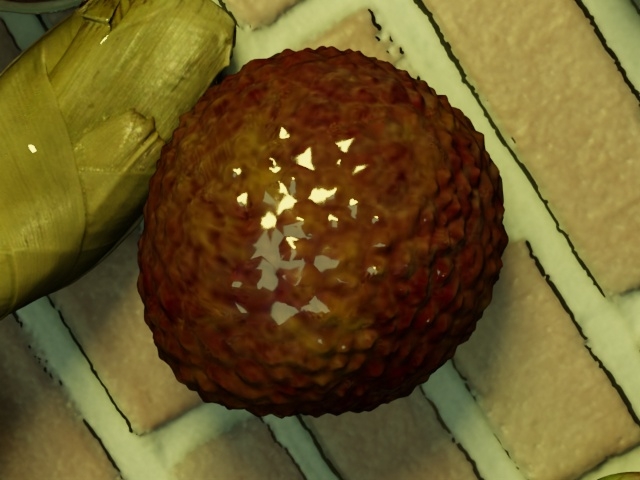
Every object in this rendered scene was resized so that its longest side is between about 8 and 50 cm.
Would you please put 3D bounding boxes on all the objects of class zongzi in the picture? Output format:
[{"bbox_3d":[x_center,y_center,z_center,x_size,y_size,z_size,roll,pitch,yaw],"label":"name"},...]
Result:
[{"bbox_3d":[-0.176,-0.055,1.156,0.145,0.300,0.274,39,102,-8],"label":"zongzi"}]

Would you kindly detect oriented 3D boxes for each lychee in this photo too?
[{"bbox_3d":[0.000,0.000,1.168,0.260,0.260,0.260,2,99,10],"label":"lychee"}]

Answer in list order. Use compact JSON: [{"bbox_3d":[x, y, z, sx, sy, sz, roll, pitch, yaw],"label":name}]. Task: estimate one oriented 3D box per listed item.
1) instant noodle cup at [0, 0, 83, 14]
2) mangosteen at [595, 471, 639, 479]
[{"bbox_3d":[-0.240,-0.275,1.169,0.243,0.231,0.243,1,98,10],"label":"instant noodle cup"},{"bbox_3d":[0.258,0.287,1.140,0.300,0.300,0.300,2,99,10],"label":"mangosteen"}]
